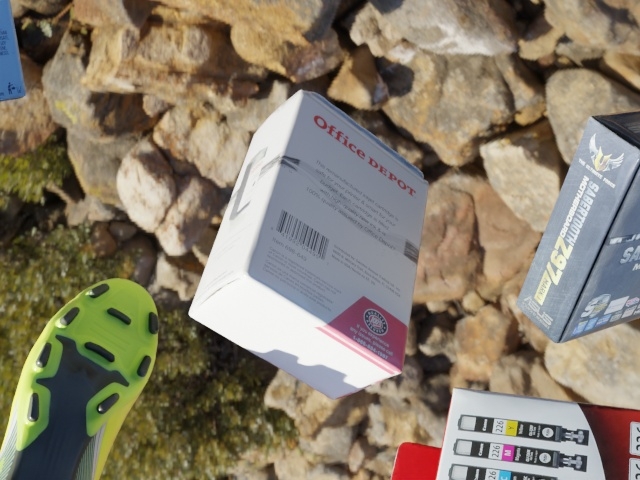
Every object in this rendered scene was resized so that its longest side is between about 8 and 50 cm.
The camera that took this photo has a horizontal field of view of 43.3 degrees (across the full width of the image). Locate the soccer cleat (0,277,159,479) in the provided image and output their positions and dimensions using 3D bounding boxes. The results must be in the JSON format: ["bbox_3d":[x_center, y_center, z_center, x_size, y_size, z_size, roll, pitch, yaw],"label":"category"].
[{"bbox_3d":[-0.207,0.159,0.626,0.093,0.289,0.121,25,144,-18],"label":"soccer cleat"}]

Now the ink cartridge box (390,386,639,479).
[{"bbox_3d":[0.158,0.294,0.684,0.271,0.310,0.130,3,138,19],"label":"ink cartridge box"}]

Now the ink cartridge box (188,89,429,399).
[{"bbox_3d":[0.000,0.000,0.692,0.158,0.218,0.092,34,138,-22],"label":"ink cartridge box"}]

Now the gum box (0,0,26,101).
[{"bbox_3d":[-0.198,-0.156,0.343,0.041,0.157,0.185,-23,119,-44],"label":"gum box"}]

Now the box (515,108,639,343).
[{"bbox_3d":[0.287,-0.022,0.662,0.232,0.059,0.183,-11,130,-30],"label":"box"}]
